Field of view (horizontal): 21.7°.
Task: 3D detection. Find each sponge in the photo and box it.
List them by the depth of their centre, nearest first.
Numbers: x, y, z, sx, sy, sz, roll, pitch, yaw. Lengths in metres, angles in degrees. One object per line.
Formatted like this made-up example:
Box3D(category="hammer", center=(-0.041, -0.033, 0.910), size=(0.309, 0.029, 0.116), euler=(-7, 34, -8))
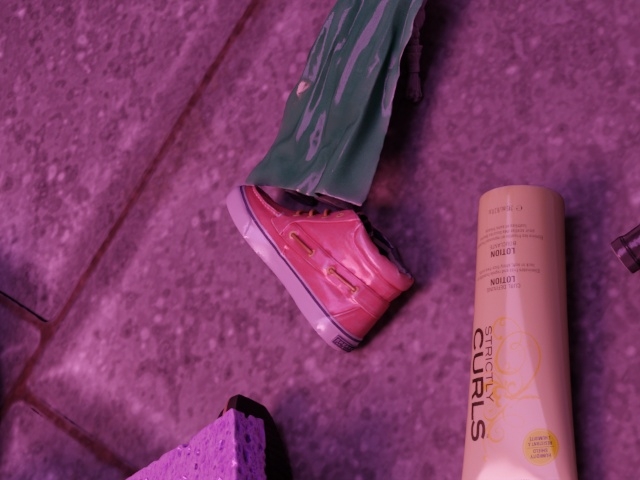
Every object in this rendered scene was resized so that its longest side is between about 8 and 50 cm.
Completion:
Box3D(category="sponge", center=(-0.110, 0.212, 1.173), size=(0.210, 0.031, 0.117), euler=(-36, 44, 40))

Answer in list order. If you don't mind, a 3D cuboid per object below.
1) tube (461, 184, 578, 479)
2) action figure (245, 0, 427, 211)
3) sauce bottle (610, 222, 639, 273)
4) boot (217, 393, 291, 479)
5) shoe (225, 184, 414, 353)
Box3D(category="tube", center=(0.136, 0.081, 1.135), size=(0.070, 0.062, 0.240), euler=(130, 147, -65))
Box3D(category="action figure", center=(0.035, -0.137, 1.323), size=(0.137, 0.063, 0.232), euler=(15, 79, 43))
Box3D(category="sauce bottle", center=(0.253, -0.024, 1.113), size=(0.128, 0.042, 0.042), euler=(-38, 49, 13))
Box3D(category="boot", center=(-0.093, 0.221, 1.221), size=(0.137, 0.077, 0.198), euler=(-23, 53, 32))
Box3D(category="shoe", center=(0.000, 0.000, 1.277), size=(0.081, 0.063, 0.178), euler=(-45, 53, 9))
